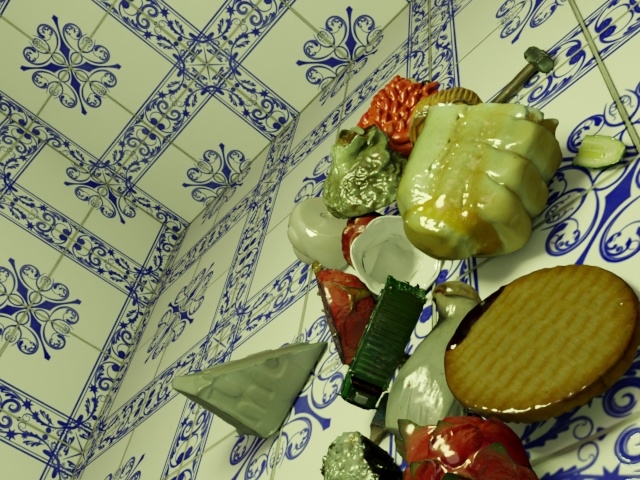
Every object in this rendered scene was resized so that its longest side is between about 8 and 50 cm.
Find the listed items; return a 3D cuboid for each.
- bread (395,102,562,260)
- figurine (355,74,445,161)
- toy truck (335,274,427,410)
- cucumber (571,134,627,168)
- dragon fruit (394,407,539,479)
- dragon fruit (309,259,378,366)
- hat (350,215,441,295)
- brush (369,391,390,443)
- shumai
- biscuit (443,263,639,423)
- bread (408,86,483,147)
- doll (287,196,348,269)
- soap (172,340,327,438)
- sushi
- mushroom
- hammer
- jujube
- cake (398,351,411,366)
[{"bbox_3d":[0.316,-0.097,1.410,0.301,0.210,0.341,3,62,40],"label":"bread"},{"bbox_3d":[0.224,-0.326,2.003,0.306,0.241,0.411,-40,12,9],"label":"figurine"},{"bbox_3d":[0.115,0.198,1.330,0.121,0.088,0.259,-58,-10,-79],"label":"toy truck"},{"bbox_3d":[0.524,-0.158,1.297,0.067,0.035,0.107,-64,28,1],"label":"cucumber"},{"bbox_3d":[0.199,0.334,0.975,0.193,0.192,0.274,-28,13,2],"label":"dragon fruit"},{"bbox_3d":[0.082,0.154,1.570,0.148,0.218,0.223,-17,44,-4],"label":"dragon fruit"},{"bbox_3d":[0.162,0.047,1.589,0.203,0.203,0.126,-58,-3,-13],"label":"hat"},{"bbox_3d":[0.101,0.383,1.347,0.196,0.021,0.070,-61,20,-19],"label":"brush"},{"bbox_3d":[0.101,-0.178,1.748,0.256,0.218,0.189,-12,6,36],"label":"shumai"},{"bbox_3d":[0.337,0.153,1.084,0.318,0.040,0.318,-31,24,15],"label":"biscuit"},{"bbox_3d":[0.320,-0.284,1.732,0.199,0.199,0.104,-37,21,37],"label":"bread"},{"bbox_3d":[0.000,0.000,2.013,0.221,0.221,0.251,-49,48,11],"label":"doll"},{"bbox_3d":[-0.173,0.310,1.728,0.302,0.258,0.159,-59,20,-19],"label":"soap"},{"bbox_3d":[0.086,0.416,1.190,0.147,0.115,0.212,-53,21,11],"label":"sushi"},{"bbox_3d":[0.222,0.224,1.245,0.159,0.122,0.328,9,57,26],"label":"mushroom"},{"bbox_3d":[0.436,-0.340,1.787,0.365,0.043,0.111,-47,21,20],"label":"hammer"},{"bbox_3d":[0.125,-0.002,1.765,0.155,0.155,0.230,-49,11,10],"label":"jujube"},{"bbox_3d":[0.158,0.231,1.430,0.140,0.051,0.055,-14,41,57],"label":"cake"}]
